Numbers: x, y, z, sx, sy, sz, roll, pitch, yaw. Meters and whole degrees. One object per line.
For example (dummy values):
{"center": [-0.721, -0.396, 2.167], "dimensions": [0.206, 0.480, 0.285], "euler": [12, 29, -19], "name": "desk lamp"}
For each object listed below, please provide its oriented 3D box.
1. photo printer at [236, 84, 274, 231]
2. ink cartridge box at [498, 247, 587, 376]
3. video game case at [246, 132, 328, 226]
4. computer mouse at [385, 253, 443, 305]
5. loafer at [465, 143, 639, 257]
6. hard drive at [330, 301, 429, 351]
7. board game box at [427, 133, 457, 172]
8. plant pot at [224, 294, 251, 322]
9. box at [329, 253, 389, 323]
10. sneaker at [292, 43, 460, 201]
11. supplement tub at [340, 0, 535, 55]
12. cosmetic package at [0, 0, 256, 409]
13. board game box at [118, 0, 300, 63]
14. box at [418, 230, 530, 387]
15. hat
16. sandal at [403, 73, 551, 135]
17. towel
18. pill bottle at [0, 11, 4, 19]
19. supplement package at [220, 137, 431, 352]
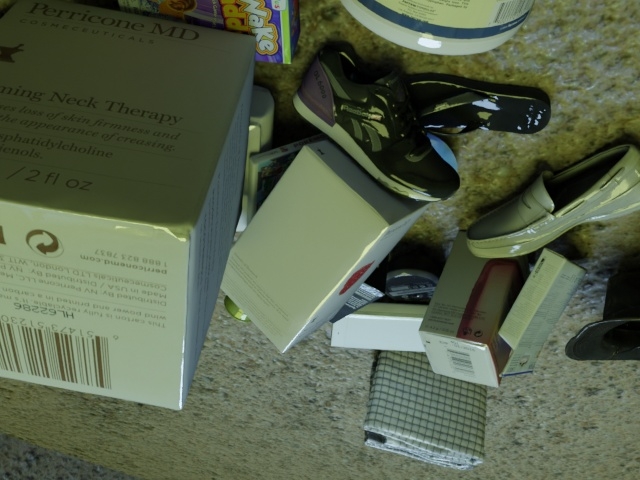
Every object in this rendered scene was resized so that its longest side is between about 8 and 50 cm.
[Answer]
{"center": [-0.210, -0.134, 1.219], "dimensions": [0.256, 0.107, 0.307], "euler": [11, 143, 0], "name": "photo printer"}
{"center": [0.380, 0.130, 1.271], "dimensions": [0.045, 0.223, 0.223], "euler": [30, -173, 29], "name": "ink cartridge box"}
{"center": [-0.037, -0.093, 1.212], "dimensions": [0.184, 0.023, 0.201], "euler": [-22, 149, -22], "name": "video game case"}
{"center": [0.192, 0.090, 1.447], "dimensions": [0.189, 0.072, 0.272], "euler": [-6, 152, 18], "name": "computer mouse"}
{"center": [0.372, -0.064, 1.168], "dimensions": [0.320, 0.112, 0.111], "euler": [-26, 125, 29], "name": "loafer"}
{"center": [0.179, 0.183, 1.509], "dimensions": [0.308, 0.040, 0.203], "euler": [3, 153, 0], "name": "hard drive"}
{"center": [0.141, -0.132, 1.195], "dimensions": [0.169, 0.033, 0.133], "euler": [-6, 135, 19], "name": "board game box"}
{"center": [-0.155, 0.122, 1.572], "dimensions": [0.083, 0.083, 0.079], "euler": [25, 128, -17], "name": "plant pot"}
{"center": [0.045, 0.048, 1.351], "dimensions": [0.093, 0.155, 0.158], "euler": [30, 139, -24], "name": "box"}
{"center": [0.095, -0.171, 1.042], "dimensions": [0.283, 0.107, 0.124], "euler": [36, 131, 3], "name": "sneaker"}
{"center": [0.146, -0.376, 0.708], "dimensions": [0.236, 0.235, 0.324], "euler": [12, 143, -1], "name": "supplement tub"}
{"center": [-0.283, -0.057, 0.929], "dimensions": [0.330, 0.393, 0.327], "euler": [10, 134, -2], "name": "cosmetic package"}
{"center": [-0.150, -0.391, 0.895], "dimensions": [0.234, 0.078, 0.347], "euler": [6, 143, 6], "name": "board game box"}
{"center": [0.284, 0.121, 1.301], "dimensions": [0.127, 0.232, 0.148], "euler": [9, 145, 30], "name": "box"}
{"center": [0.605, 0.123, 1.322], "dimensions": [0.332, 0.133, 0.331], "euler": [-4, 156, -2], "name": "hat"}
{"center": [0.212, -0.194, 1.076], "dimensions": [0.255, 0.054, 0.097], "euler": [3, 142, 11], "name": "sandal"}
{"center": [0.239, 0.387, 1.679], "dimensions": [0.284, 0.234, 0.121], "euler": [16, 148, -6], "name": "towel"}
{"center": [-0.438, -0.242, 1.126], "dimensions": [0.123, 0.122, 0.219], "euler": [-18, 133, 33], "name": "pill bottle"}
{"center": [0.000, 0.000, 1.139], "dimensions": [0.175, 0.178, 0.293], "euler": [45, 121, 12], "name": "supplement package"}
